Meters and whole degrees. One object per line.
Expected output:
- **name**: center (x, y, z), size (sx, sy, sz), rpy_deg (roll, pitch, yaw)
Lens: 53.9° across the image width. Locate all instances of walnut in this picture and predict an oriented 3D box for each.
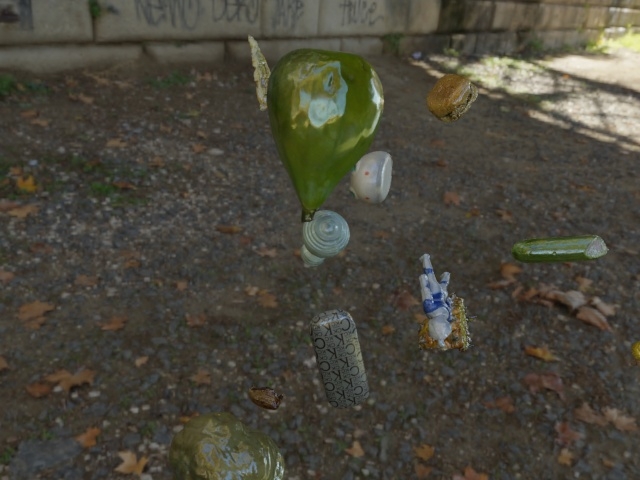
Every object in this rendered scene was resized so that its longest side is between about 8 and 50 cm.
- **walnut**: center (-0.231, 0.572, 1.548), size (0.277, 0.253, 0.282), rpy_deg (20, -17, 33)

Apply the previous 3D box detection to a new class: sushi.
- **sushi**: center (-0.119, 0.347, 1.398), size (0.099, 0.050, 0.047), rpy_deg (10, 60, 30)

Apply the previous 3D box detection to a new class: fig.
- **fig**: center (0.021, -0.216, 1.197), size (0.233, 0.313, 0.233), rpy_deg (-19, 4, 2)

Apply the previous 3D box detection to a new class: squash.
- **squash**: center (0.620, 0.024, 1.639), size (0.239, 0.069, 0.069), rpy_deg (-4, 21, 12)

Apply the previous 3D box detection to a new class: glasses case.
- **glasses case**: center (0.057, 0.357, 1.870), size (0.137, 0.354, 0.085), rpy_deg (-15, 29, -3)

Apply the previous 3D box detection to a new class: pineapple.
- **pineapple**: center (0.357, 0.239, 1.841), size (0.158, 0.161, 0.334), rpy_deg (-13, -3, 22)

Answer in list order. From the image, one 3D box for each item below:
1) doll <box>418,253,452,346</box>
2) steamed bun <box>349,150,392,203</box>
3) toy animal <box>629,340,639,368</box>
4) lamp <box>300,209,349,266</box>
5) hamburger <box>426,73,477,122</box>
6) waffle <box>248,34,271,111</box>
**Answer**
- **doll**: center (0.250, 0.135, 1.377), size (0.057, 0.114, 0.227), rpy_deg (-29, 33, 27)
- **steamed bun**: center (0.167, -0.215, 2.151), size (0.131, 0.177, 0.228), rpy_deg (8, 25, 15)
- **toy animal**: center (0.841, 0.264, 1.475), size (0.165, 0.149, 0.248), rpy_deg (-25, -2, -26)
- **lamp**: center (0.000, 0.000, 1.434), size (0.106, 0.106, 0.193), rpy_deg (-1, -18, -15)
- **hamburger**: center (0.378, -0.414, 1.831), size (0.083, 0.138, 0.147), rpy_deg (29, 9, -34)
- **waffle**: center (-0.157, -0.414, 1.545), size (0.032, 0.190, 0.125), rpy_deg (-19, 12, 21)
